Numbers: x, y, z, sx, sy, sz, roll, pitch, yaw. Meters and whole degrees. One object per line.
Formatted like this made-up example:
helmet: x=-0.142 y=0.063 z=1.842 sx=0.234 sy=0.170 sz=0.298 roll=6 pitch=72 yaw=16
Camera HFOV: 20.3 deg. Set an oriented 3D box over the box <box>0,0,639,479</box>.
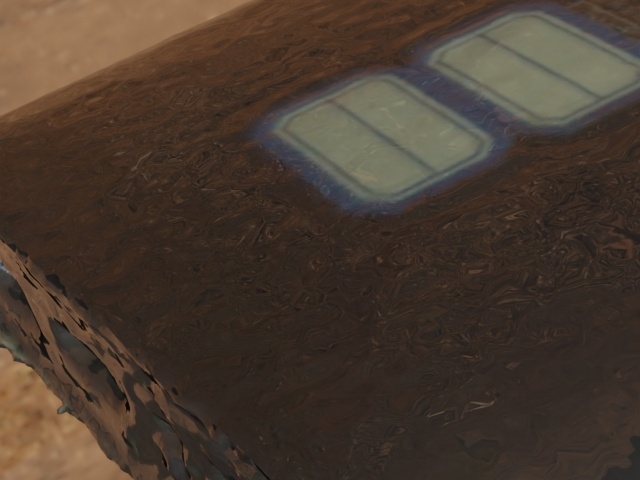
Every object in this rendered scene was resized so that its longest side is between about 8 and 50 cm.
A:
box: x=0.076 y=-0.019 z=0.602 sx=0.350 sy=0.091 sz=0.359 roll=-28 pitch=-144 yaw=-21
